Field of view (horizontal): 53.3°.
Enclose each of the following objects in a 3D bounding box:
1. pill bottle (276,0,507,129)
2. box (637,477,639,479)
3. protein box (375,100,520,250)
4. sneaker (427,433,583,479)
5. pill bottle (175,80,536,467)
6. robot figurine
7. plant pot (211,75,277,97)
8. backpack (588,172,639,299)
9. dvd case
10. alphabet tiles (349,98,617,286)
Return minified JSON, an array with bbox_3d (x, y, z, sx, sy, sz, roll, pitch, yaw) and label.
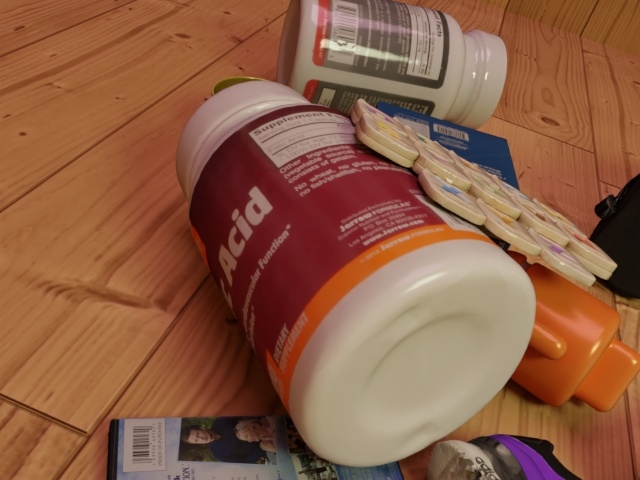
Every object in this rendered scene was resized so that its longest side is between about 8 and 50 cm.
[{"bbox_3d":[0.119,-0.303,1.106,0.362,0.210,0.210,7,37,-15],"label":"pill bottle"},{"bbox_3d":[0.481,0.283,0.566,0.257,0.079,0.322,-2,39,-46],"label":"box"},{"bbox_3d":[0.147,-0.064,0.867,0.199,0.136,0.201,16,36,-3],"label":"protein box"},{"bbox_3d":[0.214,0.268,0.492,0.146,0.102,0.293,-2,41,-26],"label":"sneaker"},{"bbox_3d":[0.000,0.000,0.637,0.224,0.224,0.392,-6,36,-29],"label":"pill bottle"},{"bbox_3d":[0.235,0.095,0.708,0.219,0.128,0.158,35,46,21],"label":"robot figurine"},{"bbox_3d":[-0.099,-0.167,0.934,0.134,0.095,0.134,11,37,-9],"label":"plant pot"},{"bbox_3d":[0.600,-0.049,0.948,0.273,0.290,0.355,42,35,17],"label":"backpack"},{"bbox_3d":[-0.042,0.221,0.514,0.252,0.022,0.180,4,39,-18],"label":"dvd case"},{"bbox_3d":[0.158,-0.055,0.638,0.284,0.021,0.278,27,19,-11],"label":"alphabet tiles"}]
